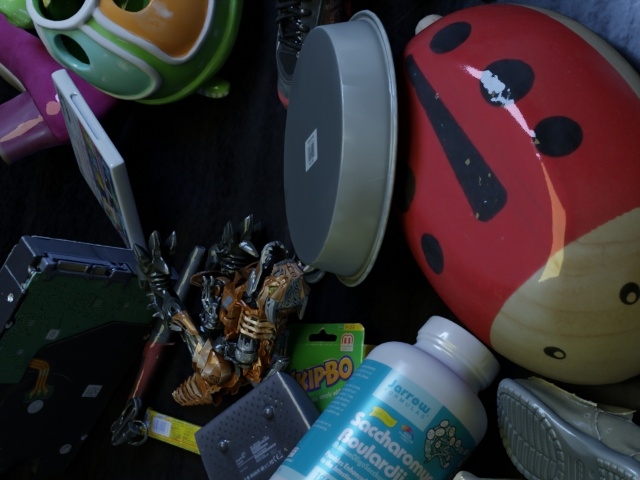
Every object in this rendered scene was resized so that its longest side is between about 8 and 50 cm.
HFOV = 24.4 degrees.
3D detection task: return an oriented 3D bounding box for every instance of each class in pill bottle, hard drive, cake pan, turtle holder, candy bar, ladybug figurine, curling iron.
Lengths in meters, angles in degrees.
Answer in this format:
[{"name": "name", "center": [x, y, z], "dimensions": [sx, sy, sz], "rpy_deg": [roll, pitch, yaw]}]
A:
[{"name": "pill bottle", "center": [0.070, 0.205, 1.502], "dimensions": [0.146, 0.146, 0.264], "rpy_deg": [26, 71, 41]}, {"name": "hard drive", "center": [-0.030, 0.288, 1.631], "dimensions": [0.172, 0.054, 0.255], "rpy_deg": [-39, 68, 34]}, {"name": "cake pan", "center": [0.015, -0.098, 1.569], "dimensions": [0.293, 0.054, 0.293], "rpy_deg": [-178, 90, -75]}, {"name": "hard drive", "center": [-0.349, 0.152, 1.865], "dimensions": [0.064, 0.237, 0.339], "rpy_deg": [48, 115, 35]}, {"name": "turtle holder", "center": [-0.254, -0.311, 1.857], "dimensions": [0.320, 0.227, 0.243], "rpy_deg": [43, 112, 36]}, {"name": "candy bar", "center": [-0.169, 0.240, 1.839], "dimensions": [0.161, 0.018, 0.040], "rpy_deg": [11, 87, 42]}, {"name": "ladybug figurine", "center": [0.192, -0.062, 1.470], "dimensions": [0.305, 0.162, 0.449], "rpy_deg": [-48, 56, 26]}, {"name": "curling iron", "center": [-0.197, 0.136, 1.862], "dimensions": [0.068, 0.035, 0.274], "rpy_deg": [23, 90, 60]}]

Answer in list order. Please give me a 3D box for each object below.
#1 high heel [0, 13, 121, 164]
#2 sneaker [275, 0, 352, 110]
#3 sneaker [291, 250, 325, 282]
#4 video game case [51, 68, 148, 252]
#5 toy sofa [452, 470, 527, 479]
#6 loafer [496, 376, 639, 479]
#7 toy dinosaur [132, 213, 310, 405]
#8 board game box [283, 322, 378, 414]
[{"name": "high heel", "center": [-0.393, -0.280, 2.086], "dimensions": [0.181, 0.127, 0.377], "rpy_deg": [-23, 61, 6]}, {"name": "sneaker", "center": [-0.015, -0.281, 1.705], "dimensions": [0.097, 0.135, 0.276], "rpy_deg": [18, 97, 40]}, {"name": "sneaker", "center": [0.000, 0.000, 1.710], "dimensions": [0.040, 0.043, 0.109], "rpy_deg": [37, 106, 41]}, {"name": "video game case", "center": [-0.280, -0.094, 1.897], "dimensions": [0.183, 0.023, 0.201], "rpy_deg": [54, 162, 32]}, {"name": "toy sofa", "center": [0.217, 0.386, 1.372], "dimensions": [0.362, 0.177, 0.150], "rpy_deg": [44, 112, 36]}, {"name": "loafer", "center": [0.264, 0.202, 1.432], "dimensions": [0.251, 0.087, 0.094], "rpy_deg": [35, 133, 50]}, {"name": "toy dinosaur", "center": [-0.119, 0.098, 1.722], "dimensions": [0.322, 0.164, 0.218], "rpy_deg": [-43, 62, 28]}, {"name": "board game box", "center": [0.006, 0.224, 1.677], "dimensions": [0.124, 0.039, 0.260], "rpy_deg": [-3, 85, 40]}]
